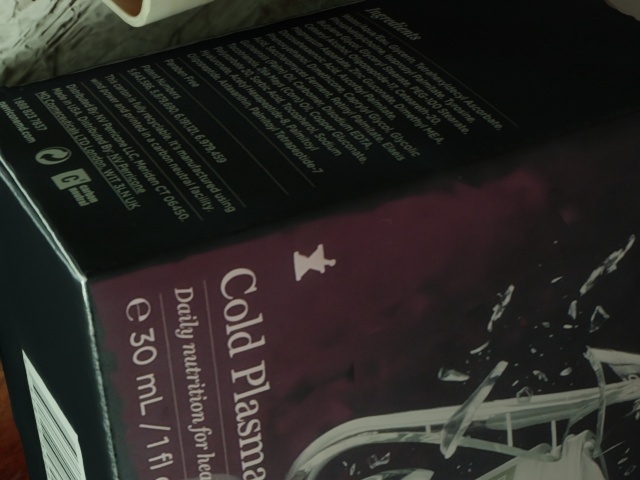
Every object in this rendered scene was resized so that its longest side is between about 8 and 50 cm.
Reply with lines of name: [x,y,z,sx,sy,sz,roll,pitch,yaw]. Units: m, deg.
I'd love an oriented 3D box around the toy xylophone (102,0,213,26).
toy xylophone: [-0.052,-0.269,0.943,0.236,0.081,0.322,-19,146,-31]

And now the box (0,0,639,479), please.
box: [0.024,0.093,1.131,0.472,0.297,0.479,-19,124,-22]

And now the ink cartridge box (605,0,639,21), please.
ink cartridge box: [0.302,-0.176,1.347,0.122,0.211,0.289,-34,150,-6]
